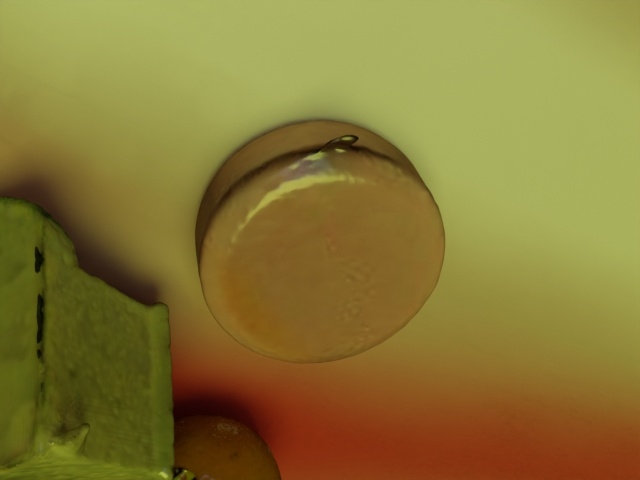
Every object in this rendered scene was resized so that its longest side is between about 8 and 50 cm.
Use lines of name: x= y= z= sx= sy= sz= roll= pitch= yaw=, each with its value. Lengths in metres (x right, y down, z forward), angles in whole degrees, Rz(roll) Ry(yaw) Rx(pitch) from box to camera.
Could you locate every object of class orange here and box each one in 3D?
orange: x=-0.128 y=0.274 z=0.908 sx=0.177 sy=0.155 sz=0.177 roll=-2 pitch=116 yaw=-3

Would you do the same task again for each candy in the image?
candy: x=0.000 y=0.000 z=0.806 sx=0.255 sy=0.094 sz=0.255 roll=-6 pitch=122 yaw=-9

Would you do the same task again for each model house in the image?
model house: x=-0.288 y=0.140 z=0.777 sx=0.321 sy=0.261 sz=0.266 roll=-19 pitch=150 yaw=19
